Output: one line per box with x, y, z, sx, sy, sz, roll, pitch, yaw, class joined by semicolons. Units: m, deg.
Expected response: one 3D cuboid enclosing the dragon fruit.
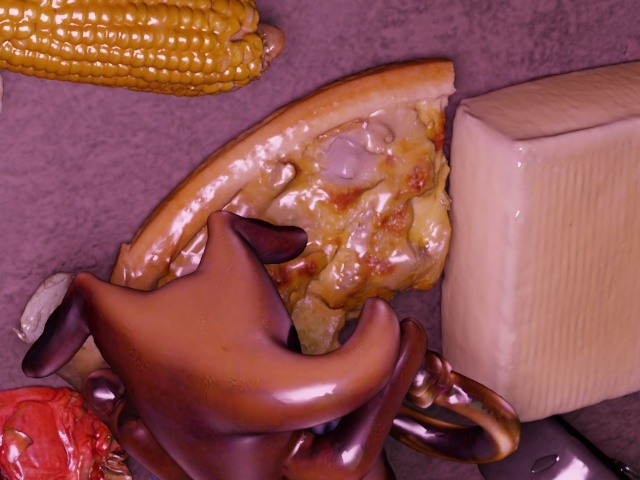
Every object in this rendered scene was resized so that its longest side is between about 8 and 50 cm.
-0.199;0.183;1.494;0.106;0.083;0.162;-26;123;-15;dragon fruit

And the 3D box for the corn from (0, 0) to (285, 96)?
-0.149;-0.152;1.323;0.262;0.097;0.097;4;115;-24;corn

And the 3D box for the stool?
0.219;0.248;1.695;0.139;0.153;0.228;-49;127;4;stool

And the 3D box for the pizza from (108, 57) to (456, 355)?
0.000;0.000;1.492;0.323;0.089;0.223;-33;123;-7;pizza

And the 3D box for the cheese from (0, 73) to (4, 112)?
-0.310;-0.106;1.282;0.194;0.065;0.043;0;123;-29;cheese

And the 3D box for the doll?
-0.028;0.133;1.403;0.318;0.209;0.340;-9;132;16;doll

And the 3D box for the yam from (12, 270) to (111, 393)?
-0.102;0.152;1.527;0.083;0.083;0.371;-44;127;1;yam

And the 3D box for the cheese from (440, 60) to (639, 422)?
0.226;-0.002;1.581;0.242;0.124;0.265;-11;121;-20;cheese
